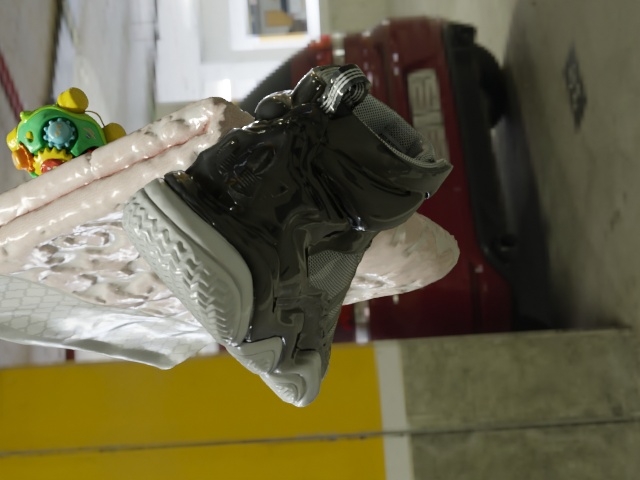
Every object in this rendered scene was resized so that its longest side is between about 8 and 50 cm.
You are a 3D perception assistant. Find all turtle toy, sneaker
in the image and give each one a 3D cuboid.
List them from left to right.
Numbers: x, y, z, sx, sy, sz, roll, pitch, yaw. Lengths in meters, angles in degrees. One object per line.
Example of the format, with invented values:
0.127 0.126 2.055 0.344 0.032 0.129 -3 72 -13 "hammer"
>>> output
-0.226 -0.072 0.984 0.130 0.095 0.066 44 -150 -29 "turtle toy"
0.000 0.000 0.594 0.101 0.153 0.268 46 175 19 "sneaker"

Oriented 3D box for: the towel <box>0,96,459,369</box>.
-0.099 0.019 0.803 0.332 0.317 0.053 24 -130 -57 "towel"
